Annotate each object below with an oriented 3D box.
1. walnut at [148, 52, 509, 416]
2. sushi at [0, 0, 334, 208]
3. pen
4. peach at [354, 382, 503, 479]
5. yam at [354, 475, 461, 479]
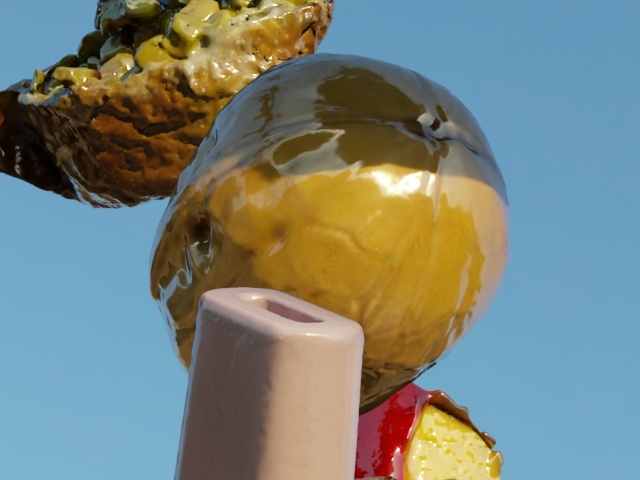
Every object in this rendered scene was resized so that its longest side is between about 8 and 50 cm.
[{"bbox_3d":[0.000,0.000,1.007,0.193,0.193,0.225,29,-39,-23],"label":"walnut"},{"bbox_3d":[-0.131,-0.127,1.375,0.296,0.167,0.179,-15,-66,30],"label":"sushi"},{"bbox_3d":[-0.018,0.111,0.407,0.032,0.197,0.053,-1,14,-38],"label":"pen"},{"bbox_3d":[0.053,0.169,1.159,0.151,0.118,0.151,39,-27,24],"label":"peach"},{"bbox_3d":[-0.005,0.112,0.536,0.127,0.084,0.084,-7,-40,13],"label":"yam"}]
